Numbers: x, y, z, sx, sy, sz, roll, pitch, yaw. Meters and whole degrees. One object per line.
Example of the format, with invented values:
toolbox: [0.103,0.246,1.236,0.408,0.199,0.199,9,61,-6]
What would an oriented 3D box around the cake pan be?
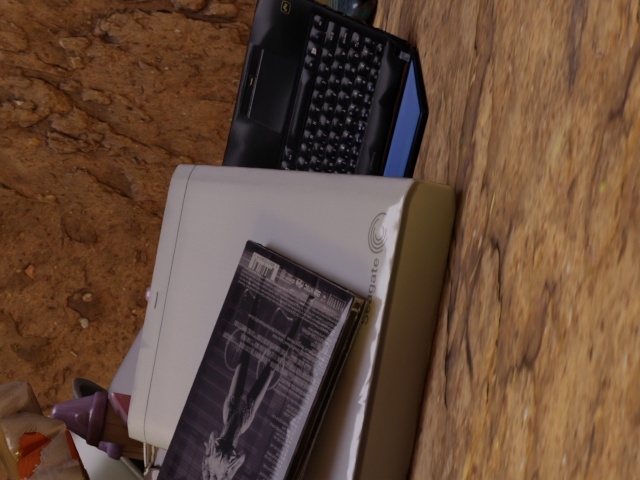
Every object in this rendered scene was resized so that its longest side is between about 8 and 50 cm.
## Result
cake pan: [-0.196,0.279,2.178,0.054,0.293,0.293,-45,8,2]

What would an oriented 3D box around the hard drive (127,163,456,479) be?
hard drive: [-0.035,0.063,1.417,0.353,0.047,0.233,7,86,58]

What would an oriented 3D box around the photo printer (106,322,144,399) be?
photo printer: [-0.112,0.091,2.086,0.307,0.107,0.256,-60,19,-1]

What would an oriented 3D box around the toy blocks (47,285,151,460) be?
toy blocks: [-0.134,0.198,1.790,0.288,0.260,0.309,124,156,-74]

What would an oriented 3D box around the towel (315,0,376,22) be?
towel: [-0.009,-0.212,2.214,0.271,0.040,0.370,-87,19,-47]

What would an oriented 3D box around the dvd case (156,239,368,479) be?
dvd case: [-0.049,0.123,1.339,0.164,0.018,0.221,26,95,58]

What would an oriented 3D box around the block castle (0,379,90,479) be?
block castle: [-0.309,0.352,1.643,0.453,0.303,0.213,-121,11,-56]

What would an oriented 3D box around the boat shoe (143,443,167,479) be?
boat shoe: [-0.097,0.245,1.589,0.097,0.116,0.324,44,-140,-78]

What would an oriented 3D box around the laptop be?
laptop: [-0.007,-0.069,1.655,0.136,0.264,0.234,-22,-48,-52]
